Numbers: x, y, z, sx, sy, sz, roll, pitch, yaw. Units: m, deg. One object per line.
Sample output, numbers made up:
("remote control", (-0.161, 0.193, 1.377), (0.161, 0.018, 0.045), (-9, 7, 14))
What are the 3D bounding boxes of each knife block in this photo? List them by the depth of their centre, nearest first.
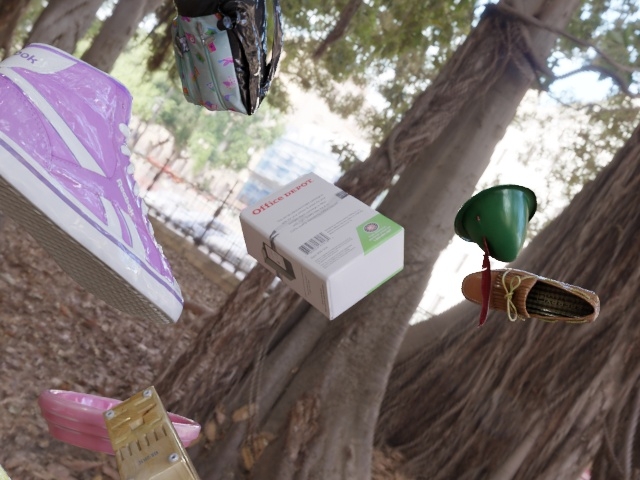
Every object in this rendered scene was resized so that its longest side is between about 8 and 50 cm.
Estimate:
("knife block", (-0.221, 0.389, 0.966), (0.275, 0.088, 0.242), (39, -29, 55))

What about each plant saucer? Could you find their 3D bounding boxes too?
("plant saucer", (-0.418, 0.384, 1.319), (0.331, 0.084, 0.332), (12, -13, 3))

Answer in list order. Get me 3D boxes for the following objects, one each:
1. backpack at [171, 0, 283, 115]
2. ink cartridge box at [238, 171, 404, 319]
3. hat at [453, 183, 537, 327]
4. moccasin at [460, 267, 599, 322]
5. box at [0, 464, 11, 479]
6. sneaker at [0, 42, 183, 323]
("backpack", (-0.118, -0.247, 0.790), (0.115, 0.152, 0.182), (13, -43, 16))
("ink cartridge box", (0.000, 0.000, 1.261), (0.272, 0.198, 0.115), (35, -34, 38))
("hat", (0.365, 0.024, 1.242), (0.209, 0.172, 0.184), (74, 4, -53))
("moccasin", (0.584, 0.163, 1.809), (0.379, 0.139, 0.147), (17, 4, 25))
("box", (-0.531, 0.329, 0.925), (0.232, 0.058, 0.087), (-13, -71, 45))
("sneaker", (-0.191, -0.050, 0.593), (0.102, 0.161, 0.282), (3, -40, 34))
